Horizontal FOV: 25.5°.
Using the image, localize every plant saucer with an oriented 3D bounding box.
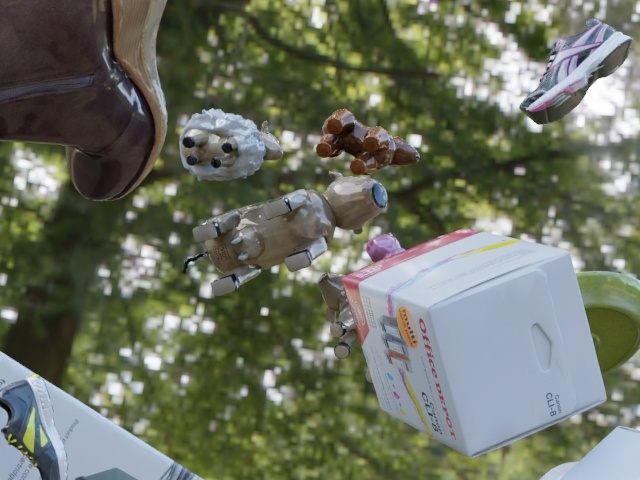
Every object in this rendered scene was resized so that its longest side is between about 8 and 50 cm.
[{"bbox_3d":[0.330,0.129,1.865,0.241,0.037,0.241,-6,-38,-5],"label":"plant saucer"}]

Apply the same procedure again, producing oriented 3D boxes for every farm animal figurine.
[{"bbox_3d":[0.000,0.000,1.705,0.327,0.330,0.172,0,12,17],"label":"farm animal figurine"}]

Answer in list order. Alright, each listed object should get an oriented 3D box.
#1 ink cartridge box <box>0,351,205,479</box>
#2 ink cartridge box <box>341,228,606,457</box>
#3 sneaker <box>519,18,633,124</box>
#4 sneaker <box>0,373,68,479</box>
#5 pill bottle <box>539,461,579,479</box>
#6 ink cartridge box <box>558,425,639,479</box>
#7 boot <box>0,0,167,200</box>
[{"bbox_3d":[-0.183,0.219,1.121,0.289,0.121,0.211,35,-20,-14],"label":"ink cartridge box"},{"bbox_3d":[0.119,0.076,1.127,0.127,0.128,0.176,-21,12,-18],"label":"ink cartridge box"},{"bbox_3d":[0.331,-0.230,1.903,0.077,0.178,0.072,46,-13,27],"label":"sneaker"},{"bbox_3d":[-0.191,0.131,0.932,0.035,0.083,0.031,-13,-13,-24],"label":"sneaker"},{"bbox_3d":[0.364,0.360,1.635,0.176,0.176,0.318,14,3,-19],"label":"pill bottle"},{"bbox_3d":[0.239,0.275,1.093,0.093,0.212,0.154,12,33,41],"label":"ink cartridge box"},{"bbox_3d":[-0.199,-0.093,0.938,0.090,0.207,0.248,43,-40,23],"label":"boot"}]
